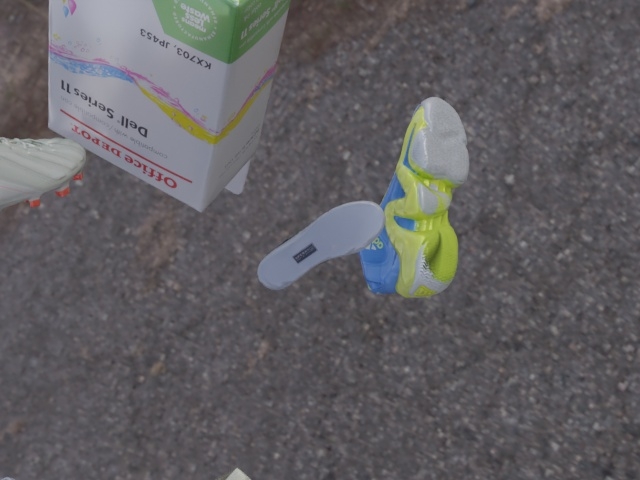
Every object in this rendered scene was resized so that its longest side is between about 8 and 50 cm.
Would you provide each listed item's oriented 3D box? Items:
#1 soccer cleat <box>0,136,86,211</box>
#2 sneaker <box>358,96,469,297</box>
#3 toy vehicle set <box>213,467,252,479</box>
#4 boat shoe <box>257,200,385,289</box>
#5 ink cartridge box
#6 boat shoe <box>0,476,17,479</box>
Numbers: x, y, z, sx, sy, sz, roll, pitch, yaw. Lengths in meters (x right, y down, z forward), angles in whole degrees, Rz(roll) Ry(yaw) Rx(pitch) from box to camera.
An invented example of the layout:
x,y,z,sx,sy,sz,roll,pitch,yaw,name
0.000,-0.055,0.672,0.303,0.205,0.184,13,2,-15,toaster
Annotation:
x,y,z,sx,sy,sz,roll,pitch,yaw,name
-0.246,-0.056,0.785,0.068,0.076,0.196,-2,19,28,soccer cleat
0.090,-0.045,1.167,0.126,0.091,0.240,-18,51,42,sneaker
-0.171,0.330,0.971,0.267,0.035,0.166,-46,0,-26,toy vehicle set
0.000,0.000,1.023,0.142,0.049,0.040,-29,11,15,boat shoe
-0.163,-0.172,1.072,0.119,0.207,0.353,-54,-12,-39,ink cartridge box
-0.374,0.316,1.088,0.184,0.063,0.066,-36,36,3,boat shoe
